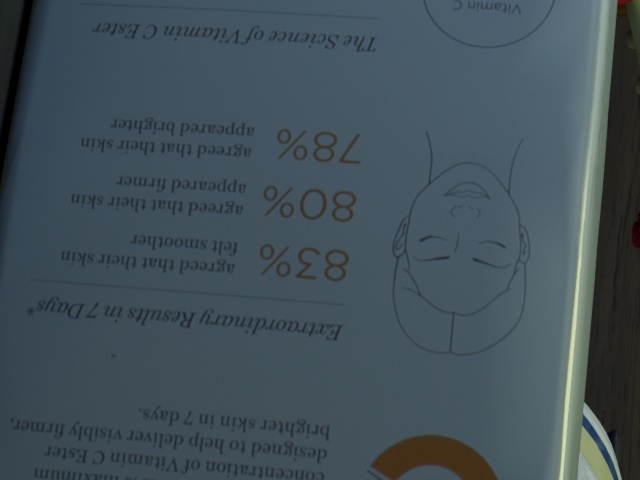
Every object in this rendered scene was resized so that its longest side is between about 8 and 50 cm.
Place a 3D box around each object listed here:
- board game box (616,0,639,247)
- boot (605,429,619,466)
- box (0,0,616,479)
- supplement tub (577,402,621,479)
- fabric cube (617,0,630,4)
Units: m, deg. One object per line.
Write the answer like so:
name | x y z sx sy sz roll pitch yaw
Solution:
board game box | 0.240 -0.222 1.471 0.390 0.050 0.390 65 27 -51
boot | 0.132 0.149 1.585 0.118 0.222 0.338 66 30 -69
box | 0.000 0.000 0.779 0.168 0.215 0.345 68 28 -70
supplement tub | 0.057 0.216 1.159 0.316 0.228 0.228 -64 156 -65
fabric cube | 0.145 -0.301 1.139 0.259 0.258 0.254 81 -11 -54
